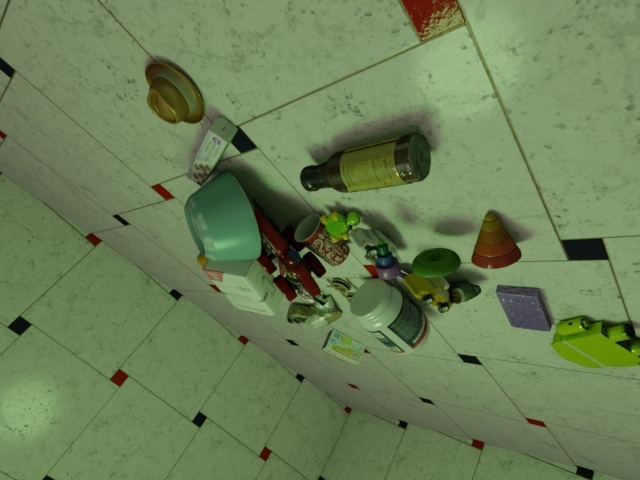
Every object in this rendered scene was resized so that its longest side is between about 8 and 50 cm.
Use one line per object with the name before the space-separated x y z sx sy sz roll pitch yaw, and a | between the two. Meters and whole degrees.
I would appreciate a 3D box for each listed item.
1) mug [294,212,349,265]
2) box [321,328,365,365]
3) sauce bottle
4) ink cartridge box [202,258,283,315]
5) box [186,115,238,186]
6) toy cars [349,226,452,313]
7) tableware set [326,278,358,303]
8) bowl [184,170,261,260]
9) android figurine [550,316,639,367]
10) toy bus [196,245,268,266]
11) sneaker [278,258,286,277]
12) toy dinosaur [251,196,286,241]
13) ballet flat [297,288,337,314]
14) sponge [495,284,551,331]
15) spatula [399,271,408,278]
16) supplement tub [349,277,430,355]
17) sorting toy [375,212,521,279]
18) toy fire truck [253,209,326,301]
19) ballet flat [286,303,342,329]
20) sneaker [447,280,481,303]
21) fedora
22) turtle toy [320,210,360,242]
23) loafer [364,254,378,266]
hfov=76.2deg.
mug | 0.008 -0.005 1.372 0.169 0.113 0.150 40 -166 -31
box | 0.124 0.585 2.211 0.203 0.114 0.103 27 152 -3
sauce bottle | 0.093 -0.174 0.990 0.344 0.111 0.111 -1 141 44
ink cartridge box | -0.295 0.163 1.603 0.207 0.117 0.283 6 144 27
box | -0.340 -0.264 1.254 0.063 0.067 0.324 35 152 -15
toy cars | 0.262 0.075 1.230 0.394 0.087 0.176 41 -164 0
tableware set | 0.113 0.228 1.706 0.128 0.039 0.194 -8 136 47
bowl | -0.335 -0.054 1.336 0.311 0.163 0.311 45 149 38
android figurine | 0.828 0.315 1.224 0.248 0.056 0.273 30 151 -5
toy bus | -0.385 0.066 1.767 0.333 0.130 0.108 -1 141 41
sneaker | -0.110 0.119 1.652 0.112 0.120 0.299 -7 158 -3
toy dinosaur | -0.220 -0.062 1.492 0.118 0.064 0.268 -7 138 25
ballet flat | -0.001 0.261 1.837 0.221 0.077 0.079 34 132 -12
sponge | 0.626 0.211 1.252 0.117 0.031 0.210 0 142 41
spatula | 0.216 0.063 1.345 0.296 0.030 0.084 38 -171 -9
supplement tub | 0.259 0.284 1.516 0.272 0.191 0.191 42 148 -25
sorting toy | 0.313 0.010 1.053 0.366 0.127 0.126 -10 113 18
toy fire truck | -0.116 0.054 1.356 0.302 0.169 0.254 49 172 21
ballet flat | -0.042 0.382 2.016 0.349 0.123 0.123 -5 138 44
sneaker | 0.438 0.162 1.291 0.192 0.086 0.064 148 105 -83
fedora | -0.410 -0.380 1.105 0.194 0.079 0.194 20 150 12
turtle toy | 0.066 -0.053 1.253 0.130 0.066 0.095 -15 107 49
loafer | 0.204 0.079 1.395 0.125 0.039 0.045 39 -177 -16
